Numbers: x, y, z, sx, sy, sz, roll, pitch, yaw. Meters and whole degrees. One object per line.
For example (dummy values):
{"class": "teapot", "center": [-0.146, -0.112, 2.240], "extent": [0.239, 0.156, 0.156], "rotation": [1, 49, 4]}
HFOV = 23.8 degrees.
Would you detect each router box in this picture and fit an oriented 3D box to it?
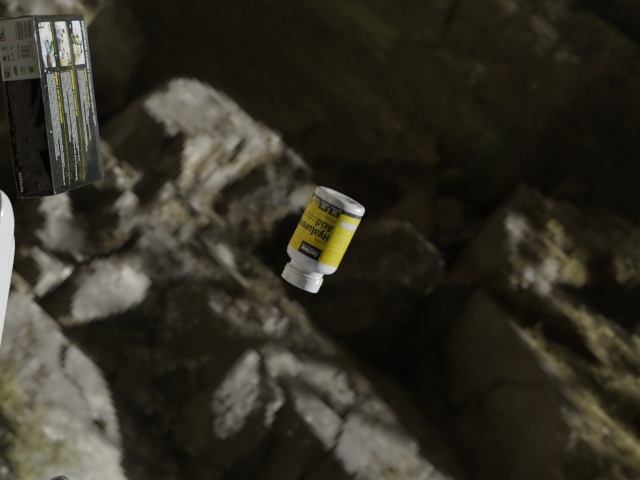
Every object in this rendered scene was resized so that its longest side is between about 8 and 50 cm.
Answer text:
{"class": "router box", "center": [-0.273, -0.139, 1.542], "extent": [0.046, 0.178, 0.133], "rotation": [-3, -172, 14]}

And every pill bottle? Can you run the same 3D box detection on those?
{"class": "pill bottle", "center": [0.000, 0.000, 1.794], "extent": [0.065, 0.065, 0.116], "rotation": [-69, -175, -81]}

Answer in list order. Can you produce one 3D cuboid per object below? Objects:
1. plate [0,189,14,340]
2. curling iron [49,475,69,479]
{"class": "plate", "center": [-0.425, 0.066, 1.787], "extent": [0.278, 0.045, 0.277], "rotation": [13, -84, 58]}
{"class": "curling iron", "center": [-0.307, 0.388, 1.836], "extent": [0.068, 0.035, 0.274], "rotation": [-49, 148, -42]}
